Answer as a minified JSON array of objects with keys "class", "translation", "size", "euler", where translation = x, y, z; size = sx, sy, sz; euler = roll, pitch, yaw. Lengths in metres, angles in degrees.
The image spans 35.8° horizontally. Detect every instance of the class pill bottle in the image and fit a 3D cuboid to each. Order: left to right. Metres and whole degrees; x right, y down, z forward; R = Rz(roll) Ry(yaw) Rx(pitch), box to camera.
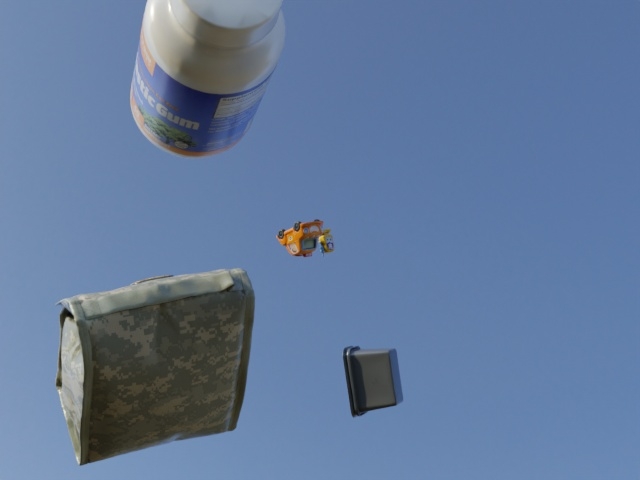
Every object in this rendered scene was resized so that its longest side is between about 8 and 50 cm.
[{"class":"pill bottle","translation":[-0.124,-0.209,1.092],"size":[0.152,0.152,0.272],"euler":[18,-23,-8]}]

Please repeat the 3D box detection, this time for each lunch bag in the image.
[{"class":"lunch bag","translation":[-0.222,0.144,1.315],"size":[0.235,0.169,0.287],"euler":[-9,-39,-24]}]

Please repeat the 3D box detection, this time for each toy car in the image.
[{"class":"toy car","translation":[0.000,0.000,1.167],"size":[0.060,0.040,0.122],"euler":[-19,-11,31]}]

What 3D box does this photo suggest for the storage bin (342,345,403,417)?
[{"class":"storage bin","translation":[0.106,0.266,1.901],"size":[0.091,0.135,0.098],"euler":[-8,-4,19]}]
